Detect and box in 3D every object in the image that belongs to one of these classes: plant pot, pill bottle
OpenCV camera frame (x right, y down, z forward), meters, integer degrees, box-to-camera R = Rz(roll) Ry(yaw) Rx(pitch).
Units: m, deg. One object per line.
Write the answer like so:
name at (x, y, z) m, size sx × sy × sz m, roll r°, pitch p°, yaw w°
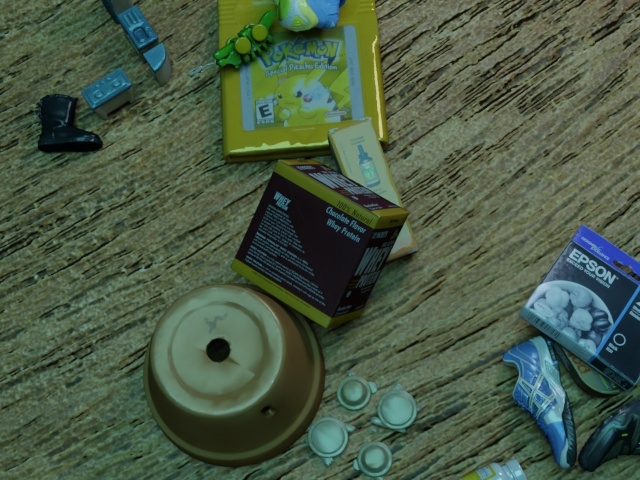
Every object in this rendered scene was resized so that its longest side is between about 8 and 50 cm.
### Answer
plant pot at (-0.143, 0.190, 1.664) m, size 0.290 × 0.203 × 0.291 m, roll -1°, pitch 73°, yaw 4°
pill bottle at (0.253, 0.376, 1.648) m, size 0.116 × 0.065 × 0.065 m, roll -24°, pitch 72°, yaw -4°

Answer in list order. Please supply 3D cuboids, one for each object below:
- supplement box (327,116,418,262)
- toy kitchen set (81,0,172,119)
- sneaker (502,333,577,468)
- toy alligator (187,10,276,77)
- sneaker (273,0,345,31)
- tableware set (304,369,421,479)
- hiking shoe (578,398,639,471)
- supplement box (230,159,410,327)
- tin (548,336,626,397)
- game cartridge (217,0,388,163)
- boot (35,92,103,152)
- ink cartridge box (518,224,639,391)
supplement box at (0.084, -0.078, 1.777) m, size 0.078 × 0.080 × 0.234 m, roll -19°, pitch 87°, yaw -2°
toy kitchen set at (-0.377, -0.348, 1.898) m, size 0.166 × 0.122 × 0.207 m, roll -33°, pitch 72°, yaw -7°
sneaker at (0.343, 0.254, 1.683) m, size 0.081 × 0.080 × 0.211 m, roll -16°, pitch 61°, yaw 5°
toy alligator at (-0.140, -0.321, 1.866) m, size 0.189 × 0.056 × 0.051 m, roll -40°, pitch 113°, yaw -10°
sneaker at (-0.026, -0.449, 1.898) m, size 0.126 × 0.091 × 0.240 m, roll 9°, pitch 54°, yaw -26°
tableware set at (0.067, 0.290, 1.713) m, size 0.141 × 0.020 × 0.169 m, roll 27°, pitch 77°, yaw 14°
hiking shoe at (0.499, 0.296, 1.647) m, size 0.226 × 0.086 × 0.114 m, roll -33°, pitch 69°, yaw -8°
supplement box at (0.000, 0.000, 1.698) m, size 0.191 × 0.129 × 0.194 m, roll 30°, pitch 106°, yaw 21°
tin at (0.421, 0.159, 1.715) m, size 0.106 × 0.040 × 0.190 m, roll -21°, pitch 70°, yaw -20°
game cartridge at (-0.035, -0.300, 1.898) m, size 0.285 × 0.053 × 0.324 m, roll -5°, pitch 72°, yaw 2°
boot at (-0.438, -0.206, 1.899) m, size 0.121 × 0.045 × 0.099 m, roll -2°, pitch 68°, yaw 4°
ink cartridge box at (0.450, 0.095, 1.704) m, size 0.206 × 0.045 × 0.208 m, roll 35°, pitch 65°, yaw 9°
